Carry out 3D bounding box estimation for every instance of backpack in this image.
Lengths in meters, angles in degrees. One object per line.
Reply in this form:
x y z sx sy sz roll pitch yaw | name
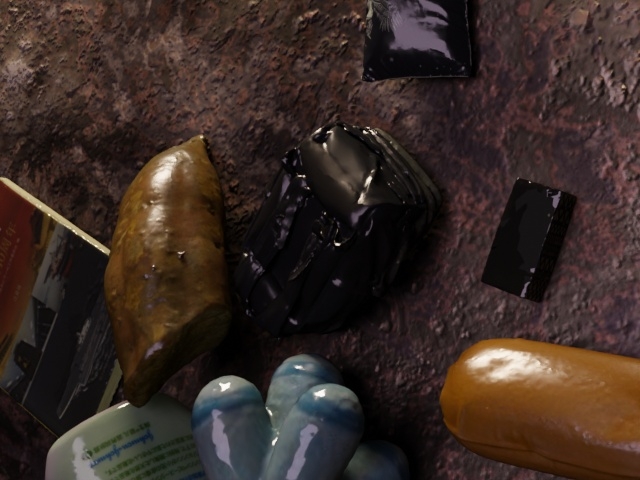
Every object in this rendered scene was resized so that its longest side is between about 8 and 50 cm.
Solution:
0.000 0.000 1.376 0.258 0.133 0.206 -55 52 25 | backpack

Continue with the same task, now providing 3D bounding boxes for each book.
-0.395 0.098 1.719 0.374 0.028 0.263 30 103 36 | book

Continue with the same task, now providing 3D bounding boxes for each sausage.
0.282 0.168 1.125 0.353 0.134 0.116 6 121 38 | sausage

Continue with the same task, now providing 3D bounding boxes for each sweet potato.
-0.183 0.016 1.468 0.157 0.157 0.370 -30 49 30 | sweet potato

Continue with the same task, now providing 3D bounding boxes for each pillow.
0.109 -0.282 1.373 0.141 0.055 0.208 0 83 31 | pillow

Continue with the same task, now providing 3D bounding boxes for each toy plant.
-0.036 0.264 1.277 0.247 0.247 0.332 -13 44 35 | toy plant

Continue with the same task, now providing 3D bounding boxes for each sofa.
0.215 -0.001 1.258 0.060 0.039 0.118 22 96 36 | sofa

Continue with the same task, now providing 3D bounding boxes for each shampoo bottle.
-0.172 0.362 1.408 0.221 0.151 0.350 -25 65 -16 | shampoo bottle
